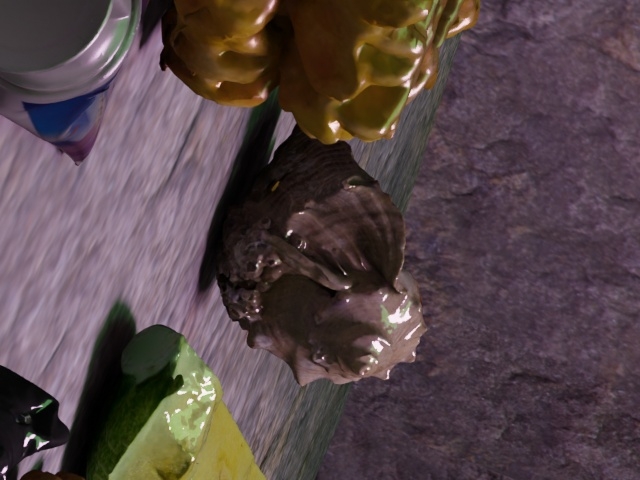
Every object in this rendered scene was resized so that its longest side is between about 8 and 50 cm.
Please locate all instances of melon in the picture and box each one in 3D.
[{"bbox_3d":[-0.090,0.174,1.207,0.196,0.124,0.323,-68,150,-43],"label":"melon"}]

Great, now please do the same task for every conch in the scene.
[{"bbox_3d":[0.000,0.000,1.389,0.178,0.163,0.245,-55,-147,29],"label":"conch"}]

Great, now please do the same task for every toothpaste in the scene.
[{"bbox_3d":[-0.093,-0.080,0.712,0.266,0.061,0.096,163,-53,-89],"label":"toothpaste"}]

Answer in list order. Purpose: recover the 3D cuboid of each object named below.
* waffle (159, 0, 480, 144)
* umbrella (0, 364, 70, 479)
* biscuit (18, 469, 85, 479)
[{"bbox_3d":[0.022,-0.194,0.887,0.324,0.151,0.261,95,21,-59],"label":"waffle"},{"bbox_3d":[-0.158,0.093,0.637,0.066,0.059,0.235,-27,-177,16],"label":"umbrella"},{"bbox_3d":[-0.168,0.191,1.020,0.205,0.031,0.138,103,9,-56],"label":"biscuit"}]
